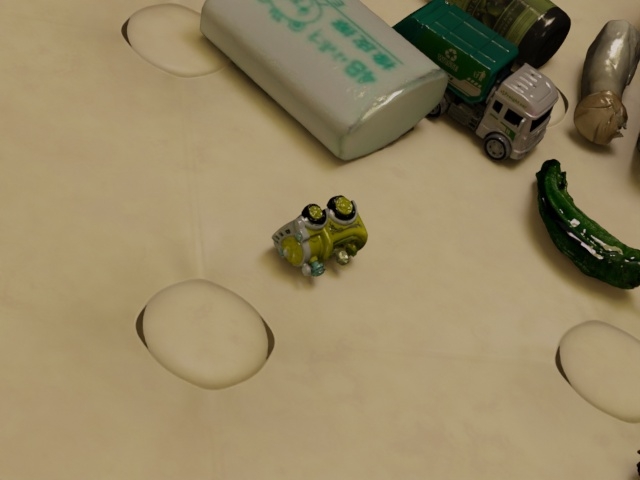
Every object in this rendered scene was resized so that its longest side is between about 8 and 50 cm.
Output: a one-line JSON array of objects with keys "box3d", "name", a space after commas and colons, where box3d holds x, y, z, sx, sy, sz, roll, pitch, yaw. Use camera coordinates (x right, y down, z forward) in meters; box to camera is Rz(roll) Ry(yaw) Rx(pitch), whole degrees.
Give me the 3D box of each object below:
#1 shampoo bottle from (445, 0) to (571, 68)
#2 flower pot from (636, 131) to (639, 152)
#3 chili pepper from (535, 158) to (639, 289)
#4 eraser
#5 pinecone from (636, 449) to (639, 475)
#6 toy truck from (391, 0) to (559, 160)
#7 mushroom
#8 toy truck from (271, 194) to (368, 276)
[{"box3d": [0.236, -0.372, 2.037, 0.284, 0.101, 0.101, 43, 46, 20], "name": "shampoo bottle"}, {"box3d": [0.624, -0.165, 1.882, 0.330, 0.294, 0.293, 22, 42, 9], "name": "flower pot"}, {"box3d": [0.345, -0.006, 1.748, 0.122, 0.065, 0.279, -16, 51, -30], "name": "chili pepper"}, {"box3d": [0.003, -0.246, 1.808, 0.189, 0.104, 0.290, -36, 67, -26], "name": "eraser"}, {"box3d": [0.386, 0.252, 1.504, 0.077, 0.077, 0.083, -1, 58, -25], "name": "pinecone"}, {"box3d": [0.198, -0.222, 1.861, 0.253, 0.124, 0.114, 35, 46, 15], "name": "toy truck"}, {"box3d": [0.411, -0.224, 1.977, 0.081, 0.092, 0.223, 35, 49, -12], "name": "mushroom"}, {"box3d": [0.000, 0.000, 1.596, 0.111, 0.076, 0.077, -20, 78, -36], "name": "toy truck"}]
